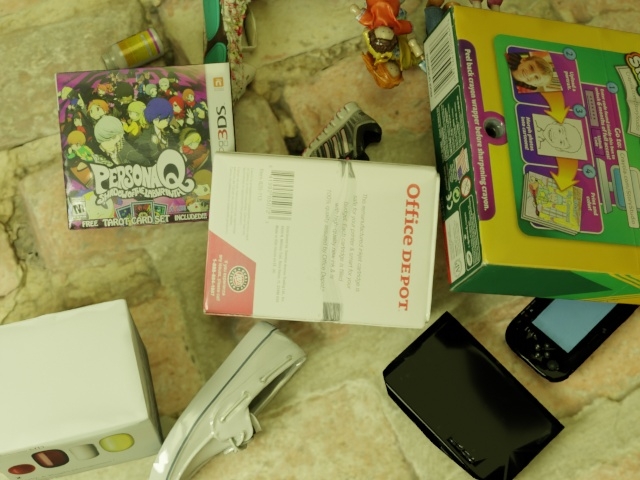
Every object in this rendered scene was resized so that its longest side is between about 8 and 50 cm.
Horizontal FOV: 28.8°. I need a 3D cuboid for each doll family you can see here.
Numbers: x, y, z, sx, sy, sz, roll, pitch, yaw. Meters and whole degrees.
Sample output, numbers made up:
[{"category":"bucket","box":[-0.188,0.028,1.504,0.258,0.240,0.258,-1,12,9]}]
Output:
[{"category":"doll family","box":[0.149,-0.270,1.742,0.263,0.118,0.163,10,62,-17]}]

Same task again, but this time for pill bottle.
[{"category":"pill bottle","box":[-0.264,-0.264,1.747,0.083,0.043,0.043,-26,72,-11]}]

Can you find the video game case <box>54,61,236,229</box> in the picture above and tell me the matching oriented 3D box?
[{"category":"video game case","box":[-0.227,-0.125,1.653,0.232,0.042,0.210,-3,97,-3]}]

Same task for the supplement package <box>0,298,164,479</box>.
[{"category":"supplement package","box":[-0.301,0.187,1.493,0.194,0.203,0.149,-13,70,-6]}]

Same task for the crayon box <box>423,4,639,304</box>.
[{"category":"crayon box","box":[0.308,-0.106,1.603,0.313,0.106,0.363,5,65,-20]}]

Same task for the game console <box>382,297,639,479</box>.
[{"category":"game console","box":[0.269,0.136,1.615,0.361,0.044,0.213,-42,76,-16]}]

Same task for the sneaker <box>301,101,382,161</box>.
[{"category":"sneaker","box":[0.026,-0.111,1.689,0.075,0.063,0.170,30,66,16]}]

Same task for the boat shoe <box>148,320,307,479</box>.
[{"category":"boat shoe","box":[-0.112,0.218,1.545,0.084,0.095,0.258,32,73,14]}]

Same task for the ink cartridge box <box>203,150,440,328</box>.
[{"category":"ink cartridge box","box":[0.000,0.000,1.588,0.283,0.117,0.207,4,91,-1]}]

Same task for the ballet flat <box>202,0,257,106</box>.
[{"category":"ballet flat","box":[-0.124,-0.264,1.737,0.077,0.091,0.241,11,71,-29]}]
